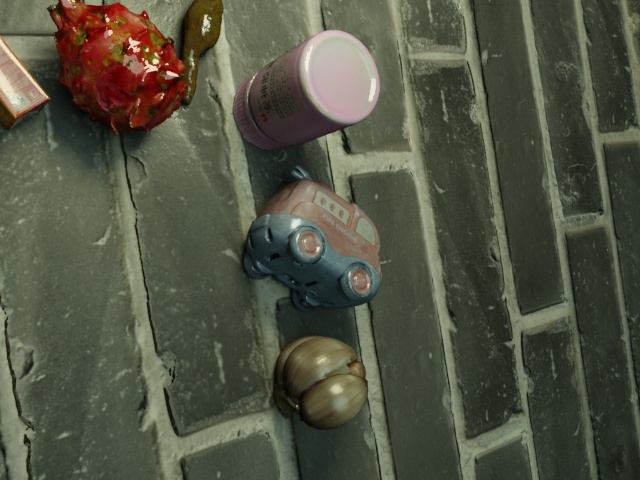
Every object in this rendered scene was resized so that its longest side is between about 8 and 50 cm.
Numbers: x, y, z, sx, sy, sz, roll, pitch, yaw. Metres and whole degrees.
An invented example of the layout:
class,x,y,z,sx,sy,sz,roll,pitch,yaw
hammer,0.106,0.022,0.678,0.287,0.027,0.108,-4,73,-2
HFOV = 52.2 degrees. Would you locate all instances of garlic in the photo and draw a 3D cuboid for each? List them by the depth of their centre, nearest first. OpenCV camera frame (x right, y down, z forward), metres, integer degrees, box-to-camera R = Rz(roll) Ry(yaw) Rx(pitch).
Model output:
class,x,y,z,sx,sy,sz,roll,pitch,yaw
garlic,-0.001,0.275,1.323,0.191,0.214,0.160,-36,96,-19

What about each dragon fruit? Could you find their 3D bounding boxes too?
class,x,y,z,sx,sy,sz,roll,pitch,yaw
dragon fruit,-0.361,-0.312,1.144,0.205,0.210,0.268,-43,115,2

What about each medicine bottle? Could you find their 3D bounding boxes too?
class,x,y,z,sx,sy,sz,roll,pitch,yaw
medicine bottle,-0.036,-0.285,1.291,0.178,0.291,0.178,2,86,-33

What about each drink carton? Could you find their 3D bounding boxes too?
class,x,y,z,sx,sy,sz,roll,pitch,yaw
drink carton,-0.554,-0.299,1.075,0.071,0.096,0.223,-44,109,-27

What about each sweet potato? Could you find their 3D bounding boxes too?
class,x,y,z,sx,sy,sz,roll,pitch,yaw
sweet potato,-0.241,-0.404,1.300,0.075,0.075,0.269,18,81,-30

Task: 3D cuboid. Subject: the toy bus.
class,x,y,z,sx,sy,sz,roll,pitch,yaw
toy bus,0.000,0.000,1.362,0.294,0.197,0.232,35,58,-24
